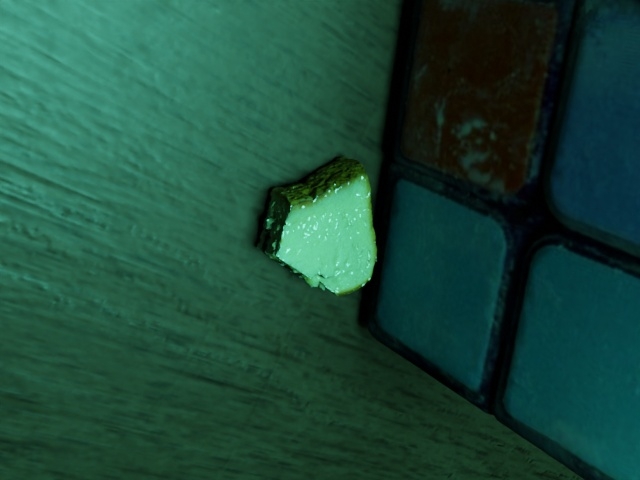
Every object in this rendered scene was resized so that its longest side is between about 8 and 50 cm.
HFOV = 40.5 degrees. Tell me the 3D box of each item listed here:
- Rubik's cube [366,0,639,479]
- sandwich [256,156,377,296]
[{"bbox_3d":[0.258,-0.026,0.642,0.313,0.318,0.316,-6,112,-34],"label":"Rubik's cube"},{"bbox_3d":[0.000,0.000,0.650,0.093,0.035,0.105,-29,125,-24],"label":"sandwich"}]
